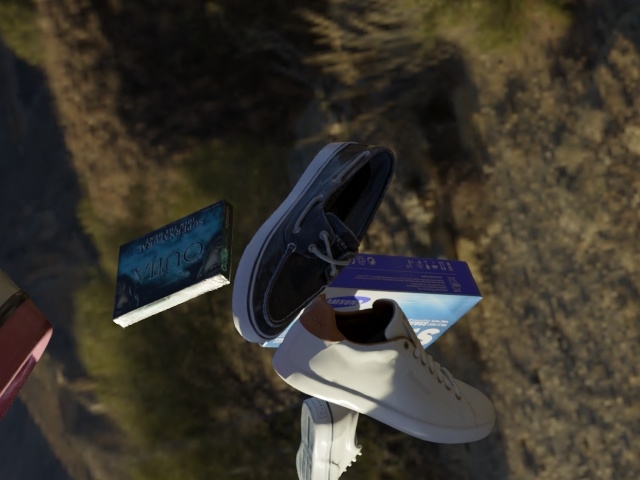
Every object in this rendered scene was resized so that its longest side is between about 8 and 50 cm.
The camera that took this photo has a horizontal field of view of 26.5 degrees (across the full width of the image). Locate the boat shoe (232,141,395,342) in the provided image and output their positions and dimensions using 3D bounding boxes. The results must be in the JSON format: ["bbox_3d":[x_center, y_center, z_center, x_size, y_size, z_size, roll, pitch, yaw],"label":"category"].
[{"bbox_3d":[0.000,0.000,1.691,0.102,0.301,0.108,4,142,47],"label":"boat shoe"}]

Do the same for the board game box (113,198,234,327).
[{"bbox_3d":[-0.197,0.031,1.821,0.026,0.186,0.126,40,-143,-41],"label":"board game box"}]

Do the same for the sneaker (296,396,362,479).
[{"bbox_3d":[0.019,0.333,2.107,0.258,0.091,0.094,97,157,-46],"label":"sneaker"}]

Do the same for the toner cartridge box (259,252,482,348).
[{"bbox_3d":[0.073,0.098,2.136,0.165,0.347,0.075,-48,52,37],"label":"toner cartridge box"}]

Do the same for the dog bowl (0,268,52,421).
[{"bbox_3d":[-0.421,0.188,1.364,0.408,0.150,0.408,-56,5,7],"label":"dog bowl"}]

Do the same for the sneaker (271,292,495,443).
[{"bbox_3d":[0.098,0.142,1.532,0.123,0.290,0.106,-60,29,17],"label":"sneaker"}]
